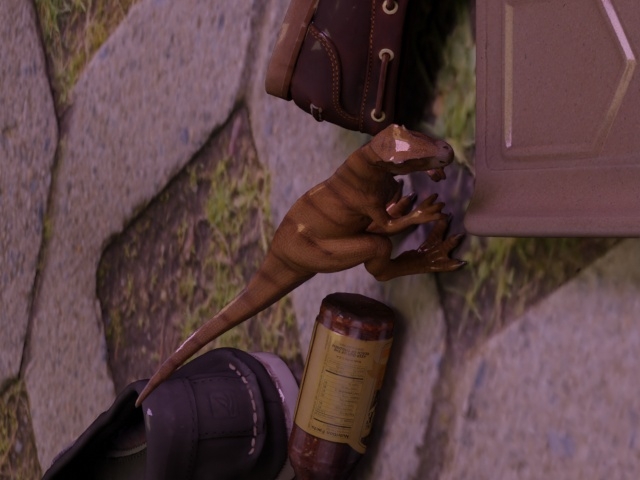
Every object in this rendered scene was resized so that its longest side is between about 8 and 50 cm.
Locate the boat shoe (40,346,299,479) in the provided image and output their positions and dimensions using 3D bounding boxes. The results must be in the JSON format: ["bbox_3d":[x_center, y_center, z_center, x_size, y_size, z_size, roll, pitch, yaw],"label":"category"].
[{"bbox_3d":[-0.130,0.158,1.021,0.335,0.095,0.112,-45,55,44],"label":"boat shoe"}]

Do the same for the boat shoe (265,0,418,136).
[{"bbox_3d":[0.038,-0.148,0.823,0.073,0.073,0.207,24,119,12],"label":"boat shoe"}]

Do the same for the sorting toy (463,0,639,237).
[{"bbox_3d":[0.168,-0.114,0.664,0.307,0.041,0.229,0,86,54],"label":"sorting toy"}]

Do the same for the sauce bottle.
[{"bbox_3d":[0.006,0.091,0.880,0.042,0.042,0.128,37,120,48],"label":"sauce bottle"}]

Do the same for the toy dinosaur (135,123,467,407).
[{"bbox_3d":[0.000,0.000,0.825,0.211,0.112,0.064,-47,53,39],"label":"toy dinosaur"}]
